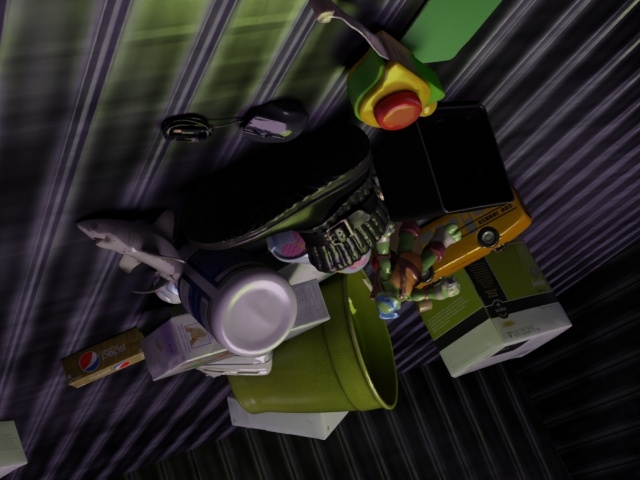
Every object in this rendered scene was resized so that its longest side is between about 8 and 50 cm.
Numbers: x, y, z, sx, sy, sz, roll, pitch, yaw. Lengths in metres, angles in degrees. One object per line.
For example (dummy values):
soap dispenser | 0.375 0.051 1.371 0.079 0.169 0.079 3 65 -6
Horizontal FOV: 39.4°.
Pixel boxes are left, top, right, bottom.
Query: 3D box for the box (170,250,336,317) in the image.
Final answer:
box | -0.144 0.109 1.990 0.322 0.059 0.232 -31 161 15

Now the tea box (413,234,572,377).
tea box | 0.465 0.170 2.505 0.329 0.324 0.220 -6 154 -42

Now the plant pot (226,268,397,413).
plant pot | -0.036 0.271 2.181 0.352 0.367 0.366 -17 164 14

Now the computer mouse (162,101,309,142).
computer mouse | -0.116 -0.160 1.292 0.242 0.041 0.071 -12 159 -33

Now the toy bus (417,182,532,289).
toy bus | 0.344 -0.005 2.172 0.332 0.130 0.108 -30 162 17

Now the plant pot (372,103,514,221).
plant pot | 0.205 -0.124 1.609 0.188 0.188 0.167 -10 170 -38

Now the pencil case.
pencil case | 0.000 0.000 1.777 0.124 0.114 0.273 -12 168 23

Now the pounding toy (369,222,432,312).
pounding toy | 0.178 0.079 2.071 0.094 0.206 0.181 -18 161 -19

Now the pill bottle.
pill bottle | -0.161 0.086 1.560 0.153 0.153 0.264 -17 -157 -23

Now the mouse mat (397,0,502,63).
mouse mat | 0.185 -0.314 1.302 0.152 0.007 0.190 -13 160 -32

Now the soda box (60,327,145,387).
soda box | -0.473 0.260 1.976 0.181 0.061 0.058 -23 162 -4

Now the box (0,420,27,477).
box | -0.847 0.529 2.158 0.181 0.119 0.182 -31 162 19

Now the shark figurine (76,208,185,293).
shark figurine | -0.267 0.010 1.497 0.166 0.116 0.278 6 159 16

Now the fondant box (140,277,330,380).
fondant box | -0.179 0.185 1.855 0.330 0.096 0.238 -15 170 -29

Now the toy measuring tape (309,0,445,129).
toy measuring tape | 0.059 -0.231 1.232 0.121 0.121 0.330 -33 150 25

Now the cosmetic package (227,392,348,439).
cosmetic package | -0.033 0.388 2.436 0.284 0.098 0.377 4 -157 27

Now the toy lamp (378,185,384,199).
toy lamp | 0.160 -0.107 1.742 0.274 0.080 0.080 -18 161 -12

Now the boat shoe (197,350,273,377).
boat shoe | -0.241 0.267 2.034 0.267 0.096 0.088 -1 124 -1

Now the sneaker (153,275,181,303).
sneaker | -0.229 0.082 1.763 0.086 0.085 0.237 -37 161 22

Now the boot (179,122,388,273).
boot | -0.046 -0.031 1.514 0.347 0.131 0.260 -23 149 -6

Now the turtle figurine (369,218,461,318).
turtle figurine | 0.214 0.022 1.869 0.275 0.197 0.266 90 23 -44
